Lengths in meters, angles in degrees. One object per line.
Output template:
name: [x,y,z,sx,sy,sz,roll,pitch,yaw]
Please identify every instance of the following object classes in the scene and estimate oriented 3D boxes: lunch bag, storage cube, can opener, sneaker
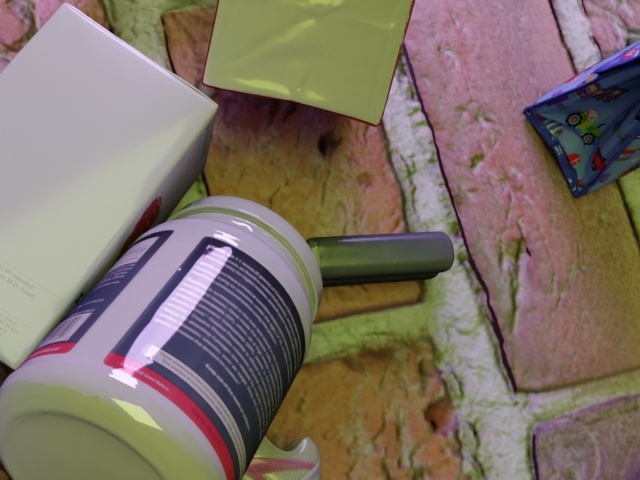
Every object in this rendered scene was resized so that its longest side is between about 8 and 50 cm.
lunch bag: [0.404,-0.190,0.897,0.221,0.293,0.138,-28,83,-18]
storage cube: [-0.013,-0.245,0.832,0.183,0.193,0.215,12,109,-9]
can opener: [0.000,0.000,0.869,0.283,0.076,0.095,-3,77,-15]
sneaker: [-0.111,0.216,0.780,0.252,0.103,0.111,17,68,-14]

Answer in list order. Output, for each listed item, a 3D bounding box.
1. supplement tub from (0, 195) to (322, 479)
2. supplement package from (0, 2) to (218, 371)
supplement tub: [-0.120,0.101,0.682,0.191,0.191,0.272,34,40,-2]
supplement package: [-0.253,-0.035,0.767,0.175,0.177,0.293,34,71,-2]
